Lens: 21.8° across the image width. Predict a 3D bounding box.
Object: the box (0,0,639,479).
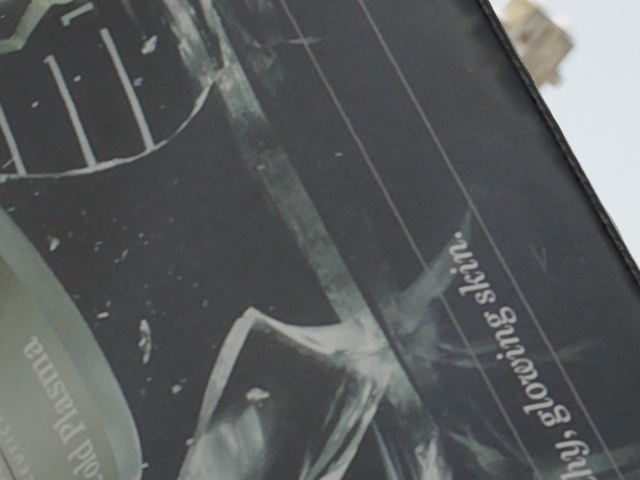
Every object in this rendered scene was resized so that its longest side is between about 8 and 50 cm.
[{"bbox_3d":[-0.048,0.137,0.799,0.480,0.472,0.297,61,9,9],"label":"box"}]
